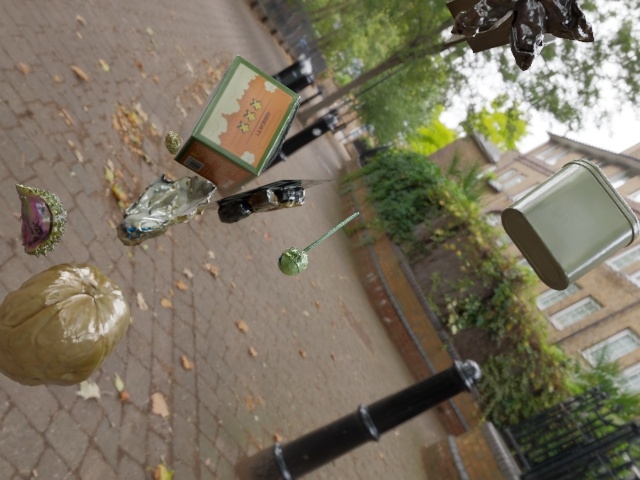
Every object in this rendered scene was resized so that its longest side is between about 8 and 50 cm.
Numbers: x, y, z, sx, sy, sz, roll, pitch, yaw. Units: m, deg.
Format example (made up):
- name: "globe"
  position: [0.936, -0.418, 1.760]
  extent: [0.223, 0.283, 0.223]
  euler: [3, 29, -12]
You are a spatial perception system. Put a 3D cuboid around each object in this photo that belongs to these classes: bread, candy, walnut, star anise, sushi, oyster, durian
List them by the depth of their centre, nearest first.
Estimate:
- name: "star anise"
  position: [0.319, -0.384, 0.955]
  extent: [0.099, 0.220, 0.214]
  euler: [25, 58, -77]
- name: "oyster"
  position: [-0.345, -0.067, 1.342]
  extent: [0.223, 0.214, 0.083]
  euler: [15, -33, 42]
- name: "walnut"
  position: [-0.592, 0.197, 1.353]
  extent: [0.252, 0.313, 0.277]
  euler: [44, 34, -10]
- name: "durian"
  position: [-0.653, -0.048, 1.444]
  extent: [0.119, 0.108, 0.187]
  euler: [-16, 108, -57]
- name: "sushi"
  position: [-0.172, -0.103, 1.751]
  extent: [0.343, 0.359, 0.064]
  euler: [-12, 89, -63]
- name: "bread"
  position: [-0.463, -0.307, 1.883]
  extent: [0.110, 0.060, 0.066]
  euler: [-135, -134, -63]
- name: "candy"
  position: [0.000, 0.000, 1.942]
  extent: [0.092, 0.335, 0.093]
  euler: [43, -21, 27]

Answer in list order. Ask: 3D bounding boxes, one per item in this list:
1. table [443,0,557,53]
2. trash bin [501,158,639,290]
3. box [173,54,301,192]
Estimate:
- name: "table"
  position: [0.372, -0.471, 1.244]
  extent: [0.226, 0.167, 0.167]
  euler: [6, -47, 59]
- name: "trash bin"
  position: [0.585, -0.037, 1.398]
  extent: [0.243, 0.247, 0.121]
  euler: [55, -18, 7]
- name: "box"
  position: [-0.158, -0.207, 1.118]
  extent: [0.148, 0.177, 0.195]
  euler: [31, -17, -17]
